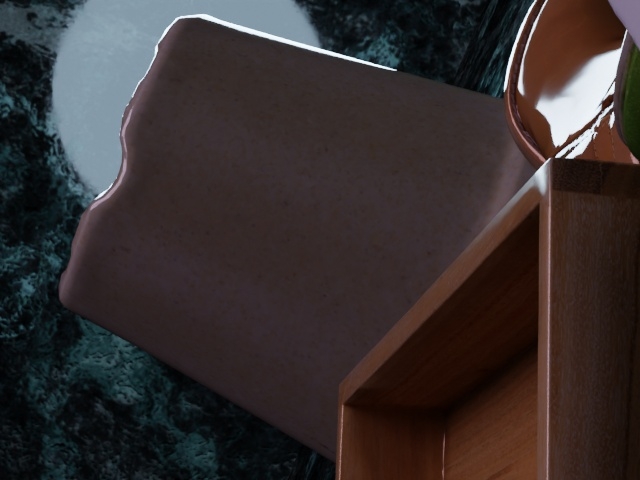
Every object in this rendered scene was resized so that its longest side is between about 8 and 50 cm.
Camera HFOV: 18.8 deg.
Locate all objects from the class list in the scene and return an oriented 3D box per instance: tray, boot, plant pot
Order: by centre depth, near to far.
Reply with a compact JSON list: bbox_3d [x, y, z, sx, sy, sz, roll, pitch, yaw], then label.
[{"bbox_3d":[0.074,0.124,0.826,0.411,0.076,0.203,125,149,-72],"label":"tray"},{"bbox_3d":[0.159,-0.078,0.928,0.220,0.109,0.283,114,175,-56],"label":"boot"},{"bbox_3d":[0.000,0.000,1.331,0.334,0.305,0.334,-157,90,-87],"label":"plant pot"}]

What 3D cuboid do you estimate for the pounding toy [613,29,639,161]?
[{"bbox_3d":[0.203,-0.088,0.615,0.237,0.110,0.183,-32,-31,-43],"label":"pounding toy"}]

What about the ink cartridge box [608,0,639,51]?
[{"bbox_3d":[0.140,-0.163,0.418,0.275,0.060,0.239,-62,33,33],"label":"ink cartridge box"}]
